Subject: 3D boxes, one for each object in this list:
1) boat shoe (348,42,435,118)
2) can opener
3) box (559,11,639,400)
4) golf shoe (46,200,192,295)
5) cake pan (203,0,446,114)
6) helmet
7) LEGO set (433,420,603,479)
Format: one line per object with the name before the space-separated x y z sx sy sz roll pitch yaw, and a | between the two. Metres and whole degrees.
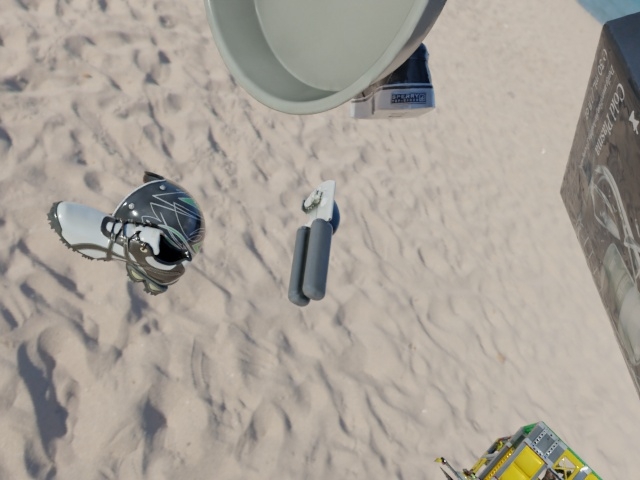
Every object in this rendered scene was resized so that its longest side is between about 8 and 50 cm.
boat shoe | 0.102 -0.239 0.909 0.113 0.105 0.306 -1 8 1
can opener | 0.000 0.000 1.117 0.093 0.074 0.280 38 43 -29
box | 0.589 -0.022 0.870 0.480 0.297 0.472 61 16 -62
golf shoe | -0.262 -0.006 0.811 0.198 0.094 0.077 35 37 -34
cake pan | 0.001 -0.253 0.496 0.054 0.293 0.293 -11 60 -43
helmet | -0.272 -0.026 0.994 0.169 0.169 0.161 12 13 -36
LEGO set | 0.340 0.455 1.002 0.192 0.331 0.255 -40 83 -18
